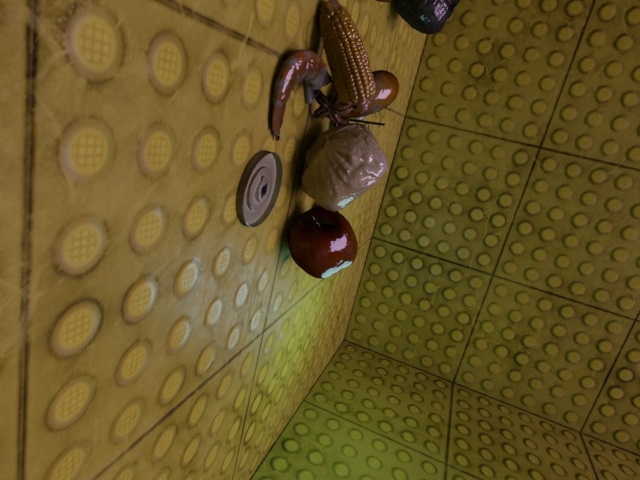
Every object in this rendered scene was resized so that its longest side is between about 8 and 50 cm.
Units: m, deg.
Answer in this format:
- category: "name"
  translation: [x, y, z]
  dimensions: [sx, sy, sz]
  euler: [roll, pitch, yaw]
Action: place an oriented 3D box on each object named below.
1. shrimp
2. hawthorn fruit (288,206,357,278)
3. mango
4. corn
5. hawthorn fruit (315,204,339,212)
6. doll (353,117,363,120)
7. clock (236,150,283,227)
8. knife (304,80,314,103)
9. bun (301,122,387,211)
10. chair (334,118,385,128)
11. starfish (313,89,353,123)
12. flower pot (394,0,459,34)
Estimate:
- category: "shrimp"
  translation: [-0.067, -0.446, 1.219]
  dimensions: [0.287, 0.068, 0.185]
  euler: [-61, 156, -17]
- category: "hawthorn fruit"
  translation: [0.000, 0.000, 1.621]
  dimensions: [0.268, 0.267, 0.301]
  euler: [-66, 155, -19]
- category: "mango"
  translation: [0.155, -0.542, 1.604]
  dimensions: [0.316, 0.146, 0.193]
  euler: [-29, -168, -8]
- category: "corn"
  translation: [0.083, -0.569, 1.311]
  dimensions: [0.130, 0.130, 0.348]
  euler: [-37, 109, -64]
- category: "hawthorn fruit"
  translation: [0.027, -0.099, 1.839]
  dimensions: [0.133, 0.132, 0.138]
  euler: [-32, 129, -66]
- category: "doll"
  translation: [0.157, -0.586, 1.828]
  dimensions: [0.117, 0.086, 0.291]
  euler: [-43, 169, 10]
- category: "clock"
  translation: [-0.177, -0.152, 1.259]
  dimensions: [0.235, 0.029, 0.235]
  euler: [18, 90, -74]
- category: "knife"
  translation: [-0.036, -0.517, 1.348]
  dimensions: [0.044, 0.023, 0.162]
  euler: [-59, 159, -33]
- category: "bun"
  translation: [0.070, -0.286, 1.527]
  dimensions: [0.227, 0.348, 0.353]
  euler: [43, 72, -25]
- category: "chair"
  translation: [0.140, -0.444, 1.694]
  dimensions: [0.095, 0.221, 0.104]
  euler: [-27, 135, -55]
- category: "starfish"
  translation: [0.059, -0.460, 1.446]
  dimensions: [0.147, 0.189, 0.074]
  euler: [78, 22, -49]
- category: "flower pot"
  translation: [0.504, -1.142, 2.006]
  dimensions: [0.213, 0.301, 0.301]
  euler: [-51, 169, 14]
